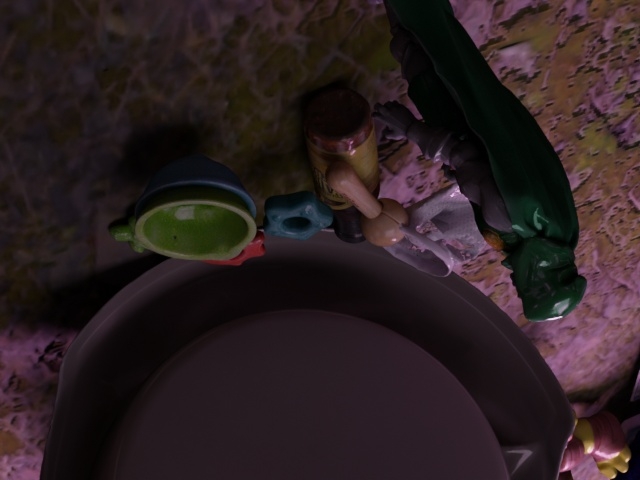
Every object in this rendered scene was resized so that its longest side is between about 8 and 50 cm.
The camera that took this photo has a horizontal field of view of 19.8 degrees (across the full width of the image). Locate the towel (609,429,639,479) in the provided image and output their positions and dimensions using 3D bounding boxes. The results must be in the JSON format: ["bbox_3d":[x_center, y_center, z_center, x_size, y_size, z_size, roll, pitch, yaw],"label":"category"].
[{"bbox_3d":[0.393,0.270,1.585,0.308,0.076,0.227,19,123,-4],"label":"towel"}]

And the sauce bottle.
[{"bbox_3d":[0.015,-0.040,1.087,0.042,0.042,0.128,-21,148,-6],"label":"sauce bottle"}]

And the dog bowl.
[{"bbox_3d":[-0.010,0.170,1.122,0.349,0.349,0.102,-14,161,-18],"label":"dog bowl"}]

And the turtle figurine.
[{"bbox_3d":[0.142,0.201,1.516,0.217,0.087,0.269,-3,136,-46],"label":"turtle figurine"}]

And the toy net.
[{"bbox_3d":[0.000,0.000,1.067,0.232,0.045,0.122,7,148,-17],"label":"toy net"}]

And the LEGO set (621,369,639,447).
[{"bbox_3d":[0.353,0.116,1.570,0.182,0.060,0.244,-22,150,-13],"label":"LEGO set"}]

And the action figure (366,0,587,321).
[{"bbox_3d":[0.072,-0.058,0.909,0.063,0.232,0.137,-34,148,16],"label":"action figure"}]
